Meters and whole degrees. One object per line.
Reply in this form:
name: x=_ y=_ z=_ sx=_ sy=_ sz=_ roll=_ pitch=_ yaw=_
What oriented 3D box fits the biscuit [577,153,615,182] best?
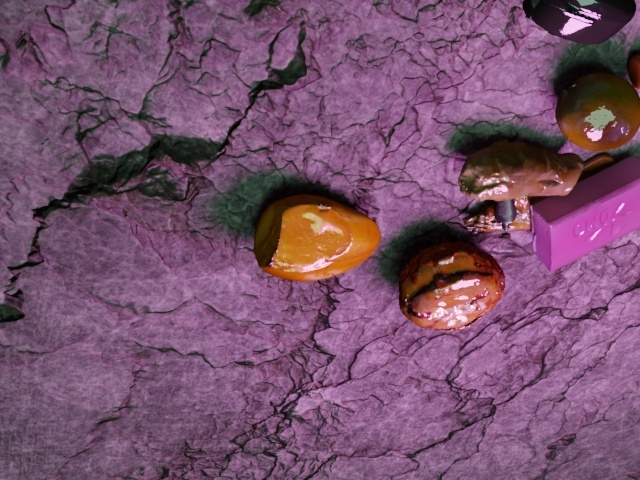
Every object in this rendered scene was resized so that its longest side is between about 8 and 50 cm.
biscuit: x=0.589 y=-0.148 z=2.009 sx=0.091 sy=0.015 sz=0.078 roll=-30 pitch=137 yaw=14

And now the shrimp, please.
shrimp: x=0.406 y=-0.063 z=2.016 sx=0.217 sy=0.051 sz=0.115 roll=-9 pitch=130 yaw=-7

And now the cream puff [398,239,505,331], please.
cream puff: x=0.280 y=0.093 z=2.057 sx=0.240 sy=0.164 sz=0.240 roll=-9 pitch=151 yaw=-5

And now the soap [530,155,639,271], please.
soap: x=0.583 y=-0.055 z=2.018 sx=0.259 sy=0.081 sz=0.181 roll=-26 pitch=141 yaw=-7

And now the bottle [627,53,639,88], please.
bottle: x=0.691 y=-0.346 z=1.802 sx=0.187 sy=0.069 sz=0.069 roll=-16 pitch=137 yaw=-4

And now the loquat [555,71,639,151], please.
loquat: x=0.542 y=-0.245 z=1.804 sx=0.195 sy=0.152 sz=0.152 roll=23 pitch=125 yaw=-24

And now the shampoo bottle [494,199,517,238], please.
shampoo bottle: x=0.388 y=-0.072 z=1.965 sx=0.048 sy=0.027 sz=0.137 roll=-2 pitch=103 yaw=13

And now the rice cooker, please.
rice cooker: x=0.441 y=-0.414 z=1.603 sx=0.203 sy=0.142 sz=0.118 roll=11 pitch=142 yaw=-23

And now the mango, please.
mango: x=0.000 y=0.000 z=1.894 sx=0.257 sy=0.138 sz=0.187 roll=11 pitch=112 yaw=-31

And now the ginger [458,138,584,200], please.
ginger: x=0.399 y=-0.141 z=1.885 sx=0.263 sy=0.116 sz=0.109 roll=-2 pitch=145 yaw=-22
